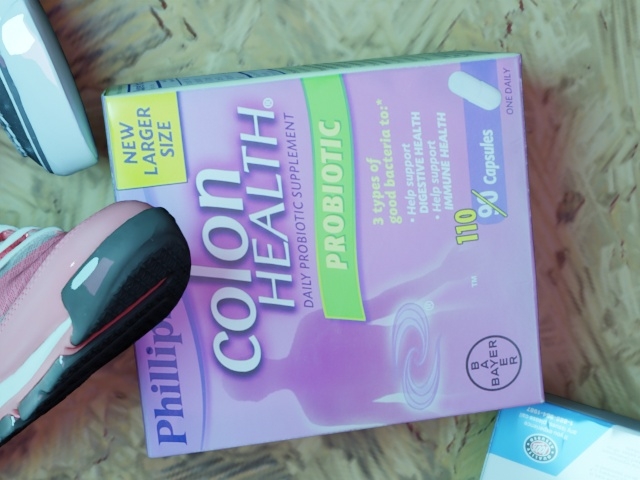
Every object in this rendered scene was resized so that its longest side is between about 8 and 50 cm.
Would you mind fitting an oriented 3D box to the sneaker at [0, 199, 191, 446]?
[{"bbox_3d":[-0.188,0.039,0.687,0.136,0.314,0.116,52,49,-2],"label":"sneaker"}]

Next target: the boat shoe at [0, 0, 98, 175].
[{"bbox_3d":[-0.234,-0.160,0.725,0.102,0.108,0.301,-29,100,-3],"label":"boat shoe"}]

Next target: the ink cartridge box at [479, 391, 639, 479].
[{"bbox_3d":[0.168,0.207,0.817,0.140,0.082,0.190,16,92,26],"label":"ink cartridge box"}]

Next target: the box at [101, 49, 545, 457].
[{"bbox_3d":[0.000,0.000,0.779,0.243,0.117,0.213,-6,100,-7],"label":"box"}]
